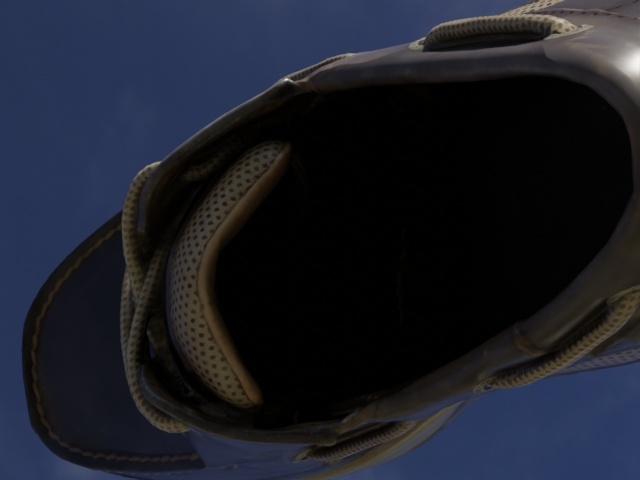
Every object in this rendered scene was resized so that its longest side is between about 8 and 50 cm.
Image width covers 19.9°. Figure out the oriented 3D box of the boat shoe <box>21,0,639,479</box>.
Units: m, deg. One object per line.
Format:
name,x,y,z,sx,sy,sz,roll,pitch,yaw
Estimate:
boat shoe,0.000,0.000,0.538,0.130,0.132,0.355,-2,-16,-42
